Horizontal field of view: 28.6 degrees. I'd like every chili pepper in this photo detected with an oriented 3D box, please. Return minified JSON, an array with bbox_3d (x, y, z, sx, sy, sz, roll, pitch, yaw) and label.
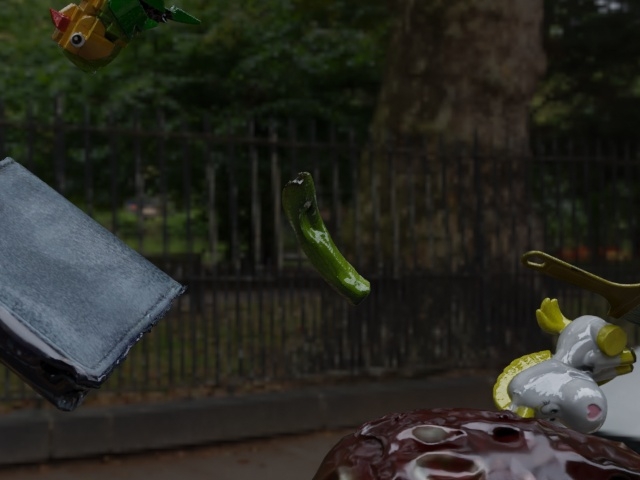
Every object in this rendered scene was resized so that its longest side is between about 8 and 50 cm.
[{"bbox_3d":[0.000,0.000,1.584,0.052,0.201,0.050,-40,28,-19],"label":"chili pepper"}]

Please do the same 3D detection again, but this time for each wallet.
[{"bbox_3d":[-0.182,0.018,0.802,0.167,0.036,0.222,36,15,-2],"label":"wallet"}]

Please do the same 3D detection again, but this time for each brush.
[{"bbox_3d":[0.310,0.049,1.401,0.205,0.011,0.083,20,-39,-21],"label":"brush"}]

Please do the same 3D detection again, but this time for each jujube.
[{"bbox_3d":[0.173,0.283,1.113,0.377,0.258,0.258,19,-7,-24],"label":"jujube"}]

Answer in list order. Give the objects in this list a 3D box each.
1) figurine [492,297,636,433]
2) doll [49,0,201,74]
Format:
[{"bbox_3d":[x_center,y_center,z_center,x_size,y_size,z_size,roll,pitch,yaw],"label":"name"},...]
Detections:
[{"bbox_3d":[0.280,0.161,1.453,0.130,0.178,0.109,28,-26,16],"label":"figurine"},{"bbox_3d":[-0.278,-0.307,1.720,0.186,0.134,0.106,-34,29,-6],"label":"doll"}]
